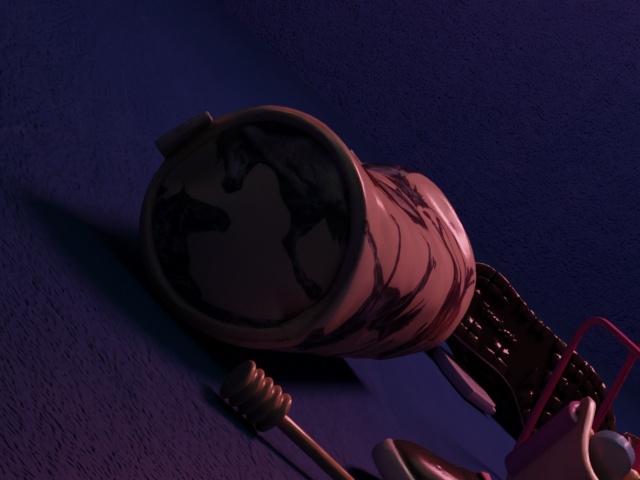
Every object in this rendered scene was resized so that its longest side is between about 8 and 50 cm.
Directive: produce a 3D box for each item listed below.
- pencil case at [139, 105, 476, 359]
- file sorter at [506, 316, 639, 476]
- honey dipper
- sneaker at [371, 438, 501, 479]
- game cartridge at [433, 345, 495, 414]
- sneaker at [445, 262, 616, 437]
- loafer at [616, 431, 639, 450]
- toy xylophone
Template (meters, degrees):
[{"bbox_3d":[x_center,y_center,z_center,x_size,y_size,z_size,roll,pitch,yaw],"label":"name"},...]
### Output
[{"bbox_3d":[0.000,0.000,1.325,0.183,0.160,0.410,48,8,14],"label":"pencil case"},{"bbox_3d":[0.350,0.211,1.597,0.291,0.202,0.182,18,17,-27],"label":"file sorter"},{"bbox_3d":[0.002,0.137,1.110,0.161,0.030,0.030,44,8,-19],"label":"honey dipper"},{"bbox_3d":[0.176,0.200,1.250,0.296,0.147,0.104,41,11,-19],"label":"sneaker"},{"bbox_3d":[0.151,0.148,1.862,0.056,0.017,0.083,43,7,-40],"label":"game cartridge"},{"bbox_3d":[0.220,0.142,1.935,0.283,0.107,0.124,54,-13,-5],"label":"sneaker"},{"bbox_3d":[0.343,0.250,2.067,0.078,0.080,0.220,49,9,24],"label":"loafer"},{"bbox_3d":[0.295,0.260,1.377,0.322,0.236,0.081,49,43,-5],"label":"toy xylophone"}]
